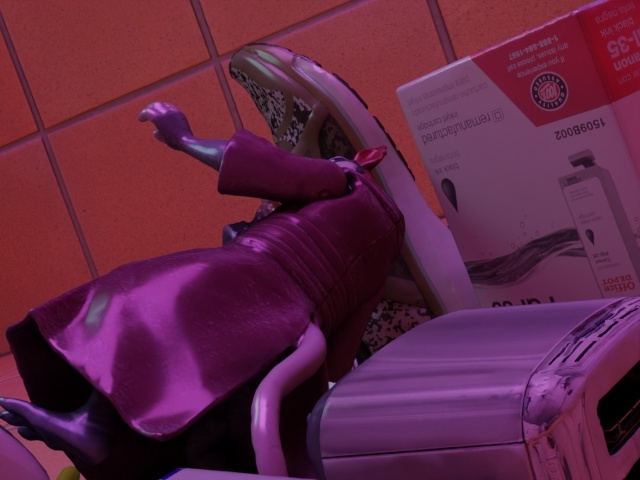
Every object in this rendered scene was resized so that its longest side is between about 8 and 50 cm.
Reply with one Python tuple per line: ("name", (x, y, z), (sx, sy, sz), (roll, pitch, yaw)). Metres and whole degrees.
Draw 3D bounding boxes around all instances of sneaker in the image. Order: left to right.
("sneaker", (0.005, -0.007, 0.883), (0.182, 0.410, 0.158), (-33, -16, -6))

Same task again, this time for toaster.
("toaster", (0.112, 0.105, 0.521), (0.146, 0.129, 0.227), (-11, 6, 39))

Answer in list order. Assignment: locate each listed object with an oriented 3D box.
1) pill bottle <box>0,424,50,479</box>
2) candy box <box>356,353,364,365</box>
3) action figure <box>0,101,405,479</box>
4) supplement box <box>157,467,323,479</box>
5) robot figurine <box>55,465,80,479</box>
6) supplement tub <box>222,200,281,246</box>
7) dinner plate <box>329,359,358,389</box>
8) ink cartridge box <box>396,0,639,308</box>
("pill bottle", (-0.299, 0.197, 0.648), (0.204, 0.204, 0.361), (-21, 5, -25))
("candy box", (-0.104, 0.143, 1.041), (0.268, 0.122, 0.317), (-17, 4, -22))
("action figure", (-0.032, 0.027, 0.668), (0.276, 0.248, 0.370), (-5, 32, 44))
("supplement box", (-0.032, 0.171, 0.393), (0.111, 0.114, 0.220), (-21, 6, -39))
("robot figurine", (-0.154, 0.208, 0.694), (0.067, 0.101, 0.115), (-61, 5, -25))
("supplement tub", (0.000, 0.000, 1.005), (0.198, 0.106, 0.106), (-12, 1, -17))
("dinner plate", (-0.018, 0.143, 0.815), (0.141, 0.141, 0.017), (-16, -39, 38))
("ink cartridge box", (0.206, -0.026, 0.724), (0.117, 0.283, 0.207), (-26, 7, -32))
